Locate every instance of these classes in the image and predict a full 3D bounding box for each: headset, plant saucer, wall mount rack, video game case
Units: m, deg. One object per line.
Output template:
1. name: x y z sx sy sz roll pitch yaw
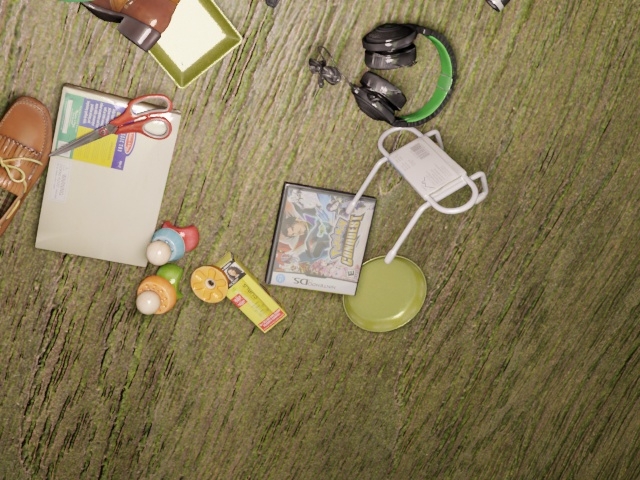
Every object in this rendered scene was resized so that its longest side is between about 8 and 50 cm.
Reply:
1. headset: 0.159 -0.387 1.706 0.394 0.185 0.243 2 113 -25
2. plant saucer: 0.176 0.143 2.030 0.241 0.037 0.241 -5 115 -11
3. wall mount rack: 0.224 -0.120 1.775 0.304 0.350 0.130 -31 138 -6
4. plant saucer: -0.305 -0.473 1.643 0.188 0.045 0.188 -37 116 6
5. video game case: 0.000 0.000 1.904 0.248 0.035 0.275 9 104 -13

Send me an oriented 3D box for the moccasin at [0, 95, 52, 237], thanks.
1. moccasin: -0.723 -0.150 1.637 0.139 0.147 0.380 33 104 -15

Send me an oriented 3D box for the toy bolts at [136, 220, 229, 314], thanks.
1. toy bolts: -0.352 0.081 1.787 0.218 0.158 0.228 6 112 14

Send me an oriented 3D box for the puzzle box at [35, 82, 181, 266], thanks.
1. puzzle box: -0.510 -0.147 1.741 0.272 0.052 0.409 12 110 -17

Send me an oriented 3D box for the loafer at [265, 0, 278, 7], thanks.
1. loafer: -0.042 -0.611 1.621 0.078 0.076 0.223 34 99 -16

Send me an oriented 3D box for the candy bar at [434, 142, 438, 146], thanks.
1. candy bar: 0.293 -0.183 1.920 0.040 0.018 0.161 -5 114 -10

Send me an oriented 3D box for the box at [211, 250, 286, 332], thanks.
1. box: -0.196 0.139 1.934 0.087 0.058 0.232 -38 116 5

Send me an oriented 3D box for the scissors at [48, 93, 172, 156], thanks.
1. scissors: -0.482 -0.264 1.657 0.297 0.021 0.109 -10 117 -7

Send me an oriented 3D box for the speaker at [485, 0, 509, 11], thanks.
1. speaker: 0.458 -0.619 1.739 0.055 0.055 0.136 38 101 -24

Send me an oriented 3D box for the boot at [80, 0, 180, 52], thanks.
1. boot: -0.387 -0.585 1.540 0.264 0.096 0.280 36 91 9
